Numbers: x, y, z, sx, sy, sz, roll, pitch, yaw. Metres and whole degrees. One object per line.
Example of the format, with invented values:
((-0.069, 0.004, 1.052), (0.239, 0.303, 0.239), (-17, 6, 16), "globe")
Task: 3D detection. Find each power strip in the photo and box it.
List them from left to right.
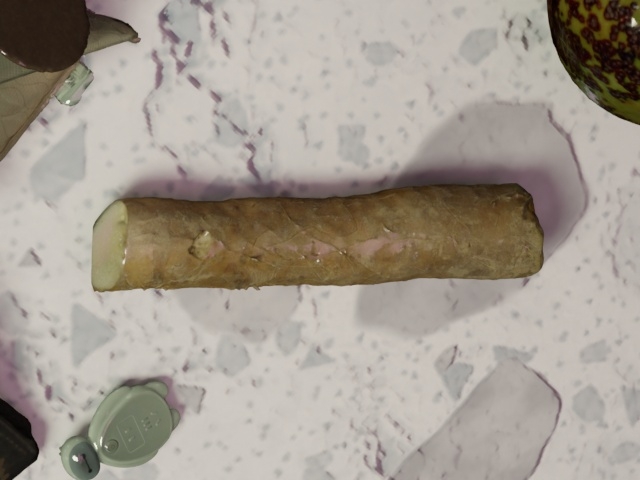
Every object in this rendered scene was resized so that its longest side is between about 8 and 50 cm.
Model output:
((-0.131, 0.122, 1.050), (0.083, 0.035, 0.055), (-32, 115, -23), "power strip")

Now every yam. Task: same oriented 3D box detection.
((0.000, 0.000, 1.040), (0.299, 0.066, 0.066), (-3, 107, -20), "yam")

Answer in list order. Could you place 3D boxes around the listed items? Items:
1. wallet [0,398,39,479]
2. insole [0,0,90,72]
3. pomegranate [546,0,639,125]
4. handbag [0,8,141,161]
((-0.325, 0.185, 0.962), (0.321, 0.044, 0.170), (-41, 141, -5), "wallet")
((-0.214, -0.232, 0.846), (0.111, 0.007, 0.328), (-34, 97, -45), "insole")
((0.199, -0.186, 1.002), (0.248, 0.214, 0.214), (28, 95, 9), "pomegranate")
((-0.241, -0.139, 0.879), (0.270, 0.117, 0.182), (40, 95, -24), "handbag")
